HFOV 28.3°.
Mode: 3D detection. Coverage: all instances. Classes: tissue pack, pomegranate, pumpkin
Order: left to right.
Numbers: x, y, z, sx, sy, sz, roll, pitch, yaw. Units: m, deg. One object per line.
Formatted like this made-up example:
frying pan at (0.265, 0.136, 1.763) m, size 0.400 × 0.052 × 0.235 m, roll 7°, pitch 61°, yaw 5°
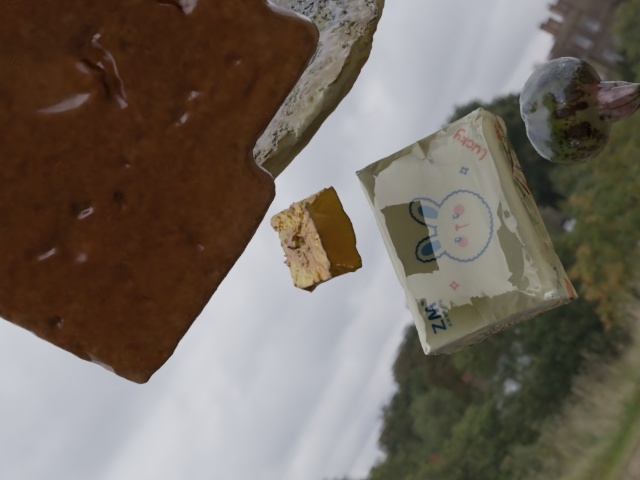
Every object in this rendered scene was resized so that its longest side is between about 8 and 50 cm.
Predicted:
pumpkin at (0.000, 0.000, 1.138) m, size 0.054 × 0.083 × 0.074 m, roll -18°, pitch -2°, yaw -35°
tissue pack at (0.137, -0.005, 1.207) m, size 0.148 × 0.196 × 0.092 m, roll -27°, pitch -13°, yaw 23°
pomegranate at (0.328, -0.168, 1.615) m, size 0.126 × 0.138 × 0.163 m, roll -5°, pitch -7°, yaw -36°

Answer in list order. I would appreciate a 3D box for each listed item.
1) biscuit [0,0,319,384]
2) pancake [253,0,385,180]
biscuit at (-0.118, -0.075, 0.571) m, size 0.043 × 0.284 × 0.306 m, roll -111°, pitch 10°, yaw -68°
pancake at (-0.062, -0.151, 1.308) m, size 0.356 × 0.065 × 0.356 m, roll -41°, pitch 26°, yaw 25°
